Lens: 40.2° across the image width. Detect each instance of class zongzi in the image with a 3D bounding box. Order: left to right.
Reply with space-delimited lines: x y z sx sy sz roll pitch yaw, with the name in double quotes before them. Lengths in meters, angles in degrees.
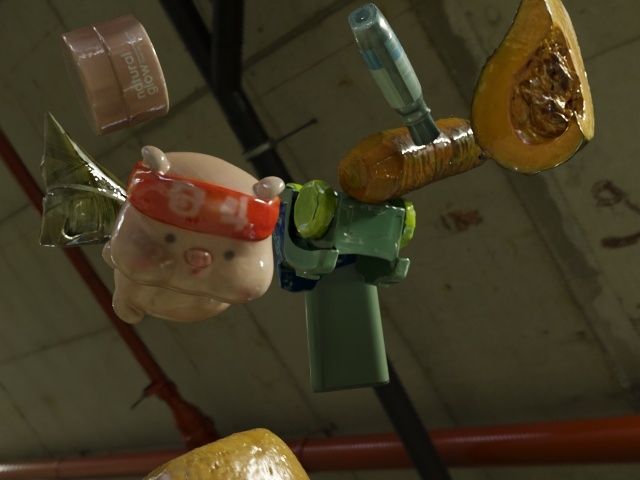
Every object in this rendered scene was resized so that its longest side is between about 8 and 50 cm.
"zongzi" -0.338 -0.096 1.362 0.094 0.205 0.204 -4 -89 44

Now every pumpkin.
"pumpkin" 0.299 -0.225 1.275 0.163 0.111 0.278 -17 -100 34

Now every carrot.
"carrot" 0.159 -0.140 1.452 0.114 0.302 0.114 24 -57 42

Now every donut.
"donut" -0.138 0.336 1.009 0.150 0.299 0.317 59 -19 15

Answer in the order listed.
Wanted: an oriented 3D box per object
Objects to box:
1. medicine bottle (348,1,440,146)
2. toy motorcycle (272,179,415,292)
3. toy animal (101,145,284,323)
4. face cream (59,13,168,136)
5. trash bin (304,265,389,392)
"medicine bottle" 0.104 -0.222 1.204 0.054 0.090 0.208 -27 -59 10
"toy motorcycle" 0.000 0.000 1.529 0.326 0.191 0.200 6 -92 60
"toy animal" -0.123 -0.002 0.857 0.171 0.171 0.197 41 -36 9
"face cream" -0.288 -0.230 1.222 0.149 0.104 0.149 56 -21 34
"trash bin" 0.046 0.127 1.832 0.223 0.158 0.343 136 -50 -89
